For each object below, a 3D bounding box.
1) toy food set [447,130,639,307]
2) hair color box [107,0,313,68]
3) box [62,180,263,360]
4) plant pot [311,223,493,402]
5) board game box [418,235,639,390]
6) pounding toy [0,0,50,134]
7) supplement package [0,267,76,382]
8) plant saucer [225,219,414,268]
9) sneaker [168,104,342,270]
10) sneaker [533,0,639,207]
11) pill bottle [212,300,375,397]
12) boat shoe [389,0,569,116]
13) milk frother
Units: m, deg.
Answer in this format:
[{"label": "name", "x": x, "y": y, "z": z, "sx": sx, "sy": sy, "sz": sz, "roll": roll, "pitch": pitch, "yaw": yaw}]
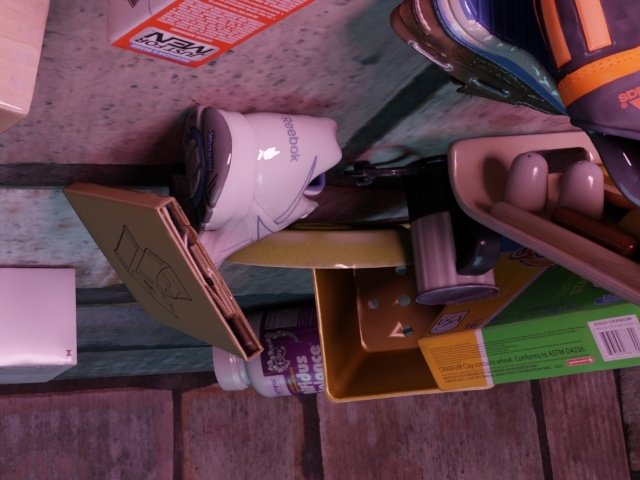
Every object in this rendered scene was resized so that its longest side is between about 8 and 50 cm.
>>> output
[{"label": "toy food set", "x": 0.269, "y": -0.039, "z": 0.686, "sx": 0.220, "sy": 0.092, "sz": 0.306, "roll": -6, "pitch": -159, "yaw": -23}, {"label": "hair color box", "x": -0.021, "y": -0.144, "z": 0.362, "sx": 0.167, "sy": 0.093, "sz": 0.053, "roll": -16, "pitch": 163, "yaw": 42}, {"label": "box", "x": -0.146, "y": 0.023, "z": 0.814, "sx": 0.021, "sy": 0.164, "sz": 0.201, "roll": -41, "pitch": -151, "yaw": -26}, {"label": "plant pot", "x": 0.111, "y": 0.085, "z": 1.197, "sx": 0.212, "sy": 0.212, "sz": 0.187, "roll": -7, "pitch": 180, "yaw": 7}, {"label": "board game box", "x": 0.276, "y": 0.034, "z": 0.948, "sx": 0.242, "sy": 0.064, "sz": 0.316, "roll": -16, "pitch": -164, "yaw": 38}, {"label": "pounding toy", "x": -0.266, "y": -0.111, "z": 0.438, "sx": 0.206, "sy": 0.094, "sz": 0.181, "roll": 16, "pitch": 162, "yaw": -35}, {"label": "supplement package", "x": -0.435, "y": 0.126, "z": 1.276, "sx": 0.139, "sy": 0.133, "sz": 0.244, "roll": 2, "pitch": 166, "yaw": -26}, {"label": "plant saucer", "x": 0.000, "y": 0.000, "z": 0.993, "sx": 0.241, "sy": 0.037, "sz": 0.241, "roll": 1, "pitch": -174, "yaw": 0}, {"label": "sneaker", "x": -0.067, "y": -0.032, "z": 0.812, "sx": 0.129, "sy": 0.110, "sz": 0.297, "roll": -7, "pitch": 169, "yaw": -18}, {"label": "sneaker", "x": 0.268, "y": -0.086, "z": 0.523, "sx": 0.321, "sy": 0.180, "sz": 0.124, "roll": -1, "pitch": 166, "yaw": -17}, {"label": "pill bottle", "x": -0.042, "y": 0.208, "z": 1.699, "sx": 0.302, "sy": 0.169, "sz": 0.169, "roll": -8, "pitch": 167, "yaw": 11}, {"label": "boat shoe", "x": 0.116, "y": -0.125, "z": 0.583, "sx": 0.066, "sy": 0.066, "sz": 0.183, "roll": -10, "pitch": 157, "yaw": 41}, {"label": "milk frother", "x": 0.099, "y": -0.012, "z": 0.880, "sx": 0.143, "sy": 0.134, "sz": 0.129, "roll": -5, "pitch": 164, "yaw": 0}]
